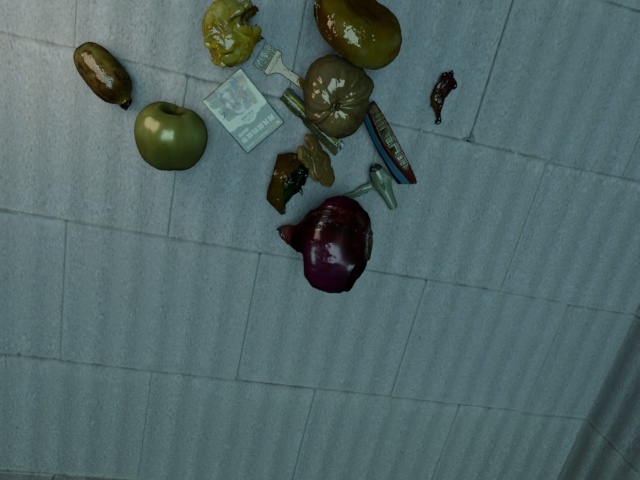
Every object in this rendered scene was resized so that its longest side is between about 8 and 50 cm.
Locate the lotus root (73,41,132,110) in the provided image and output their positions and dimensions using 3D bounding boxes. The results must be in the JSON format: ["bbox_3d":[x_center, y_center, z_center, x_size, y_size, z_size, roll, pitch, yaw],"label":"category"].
[{"bbox_3d":[-0.781,-0.593,1.618,0.145,0.128,0.260,-30,105,18],"label":"lotus root"}]

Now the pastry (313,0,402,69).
[{"bbox_3d":[0.137,-0.761,1.582,0.355,0.356,0.164,28,134,-16],"label":"pastry"}]

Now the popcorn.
[{"bbox_3d":[-0.327,-0.755,1.598,0.190,0.191,0.253,45,98,16],"label":"popcorn"}]

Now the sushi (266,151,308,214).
[{"bbox_3d":[-0.135,-0.235,1.814,0.140,0.149,0.288,14,101,-16],"label":"sushi"}]

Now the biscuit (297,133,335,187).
[{"bbox_3d":[-0.009,-0.316,1.817,0.236,0.040,0.144,50,59,-33],"label":"biscuit"}]

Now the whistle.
[{"bbox_3d":[-0.030,-0.477,1.794,0.326,0.057,0.068,42,98,-18],"label":"whistle"}]

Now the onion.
[{"bbox_3d":[0.000,0.000,1.827,0.419,0.398,0.399,16,108,12],"label":"onion"}]

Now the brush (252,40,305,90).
[{"bbox_3d":[-0.125,-0.653,1.745,0.272,0.013,0.103,31,103,-17],"label":"brush"}]

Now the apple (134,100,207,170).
[{"bbox_3d":[-0.557,-0.384,1.657,0.262,0.262,0.263,-2,109,-7],"label":"apple"}]

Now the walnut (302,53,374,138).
[{"bbox_3d":[0.062,-0.546,1.672,0.285,0.285,0.296,-29,121,3],"label":"walnut"}]

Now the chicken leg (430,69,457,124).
[{"bbox_3d":[0.500,-0.592,1.831,0.089,0.048,0.219,17,106,-10],"label":"chicken leg"}]

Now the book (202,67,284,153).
[{"bbox_3d":[-0.303,-0.509,1.762,0.202,0.027,0.264,-38,109,5],"label":"book"}]

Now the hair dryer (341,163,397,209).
[{"bbox_3d":[0.239,-0.195,1.928,0.219,0.088,0.225,38,113,-21],"label":"hair dryer"}]

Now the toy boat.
[{"bbox_3d":[0.284,-0.388,1.844,0.079,0.136,0.392,-16,118,34],"label":"toy boat"}]
